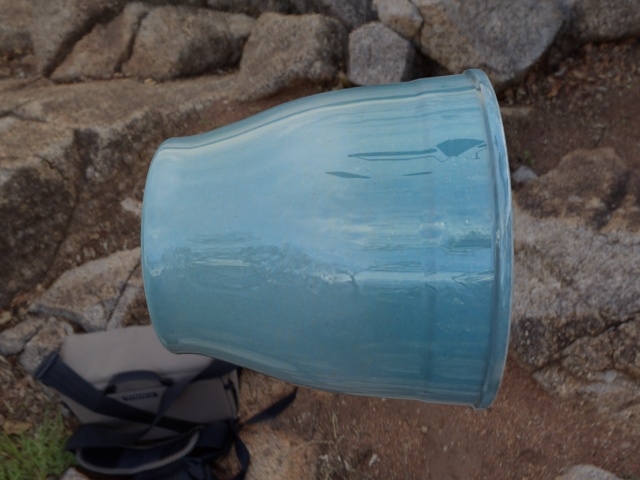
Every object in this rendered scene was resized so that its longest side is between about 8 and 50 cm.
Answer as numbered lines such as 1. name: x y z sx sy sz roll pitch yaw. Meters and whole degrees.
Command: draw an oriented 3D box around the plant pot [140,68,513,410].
1. plant pot: 0.000 0.000 0.540 0.255 0.271 0.271 0 57 3
